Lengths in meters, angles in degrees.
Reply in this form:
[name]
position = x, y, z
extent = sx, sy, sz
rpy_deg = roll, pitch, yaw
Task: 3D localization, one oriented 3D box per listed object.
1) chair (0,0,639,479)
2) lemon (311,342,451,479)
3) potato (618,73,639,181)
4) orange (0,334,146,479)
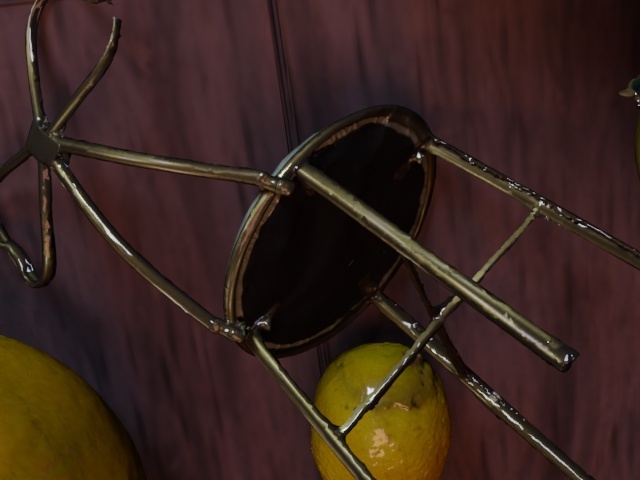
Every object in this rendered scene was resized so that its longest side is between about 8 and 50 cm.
[chair]
position = 0.000, 0.000, 0.614
extent = 0.326, 0.170, 0.159
rpy_deg = 36, 123, 29
[lemon]
position = 0.034, 0.109, 0.701
extent = 0.082, 0.082, 0.110
rpy_deg = 1, 120, -1
[potato]
position = 0.252, -0.031, 0.572
extent = 0.300, 0.140, 0.173
rpy_deg = 30, 85, -39
[orange]
position = -0.219, 0.173, 0.636
extent = 0.235, 0.279, 0.279
rpy_deg = 24, 119, 13
